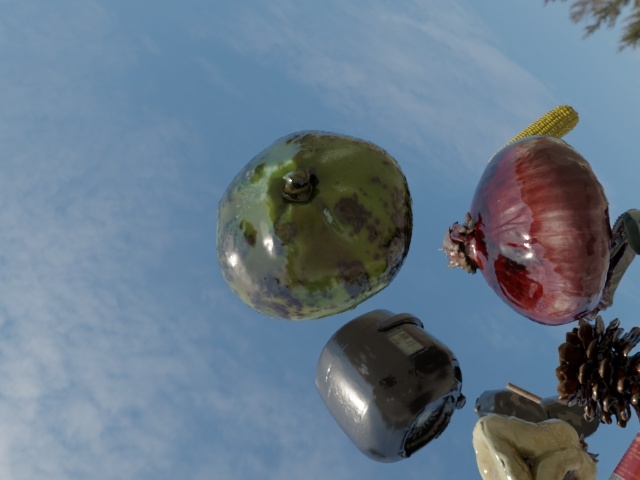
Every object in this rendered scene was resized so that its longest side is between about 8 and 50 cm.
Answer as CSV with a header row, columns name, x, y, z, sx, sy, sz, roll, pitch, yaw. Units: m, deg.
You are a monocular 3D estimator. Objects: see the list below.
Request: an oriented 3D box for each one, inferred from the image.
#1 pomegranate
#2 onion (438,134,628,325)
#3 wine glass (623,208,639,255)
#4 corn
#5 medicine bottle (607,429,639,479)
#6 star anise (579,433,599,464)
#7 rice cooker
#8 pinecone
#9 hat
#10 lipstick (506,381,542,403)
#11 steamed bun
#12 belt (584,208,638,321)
name,x,y,z,sx,sy,sz,roll,pitch,yaw
pomegranate,0.002,0.014,0.601,0.222,0.276,0.204,-10,-149,4
onion,0.355,-0.011,0.921,0.286,0.347,0.347,-11,-126,11
wine glass,0.557,-0.027,0.786,0.155,0.073,0.073,-13,-126,13
corn,0.552,-0.256,1.348,0.081,0.248,0.081,51,-174,-8
medicine bottle,0.751,0.518,1.156,0.131,0.131,0.250,36,-93,-3
star anise,0.765,0.701,1.491,0.148,0.219,0.227,-1,-86,-45
rice cooker,0.139,0.279,1.003,0.267,0.267,0.224,-14,-144,-37
pinecone,0.690,0.310,1.192,0.264,0.264,0.264,16,-129,-20
hat,0.765,0.591,1.840,0.257,0.382,0.366,55,-178,-15
lipstick,0.565,0.422,1.432,0.094,0.019,0.019,23,-138,23
steamed bun,0.340,0.347,0.801,0.155,0.140,0.172,-17,-134,-6
belt,0.559,0.046,0.985,0.053,0.071,0.232,30,-91,-6
